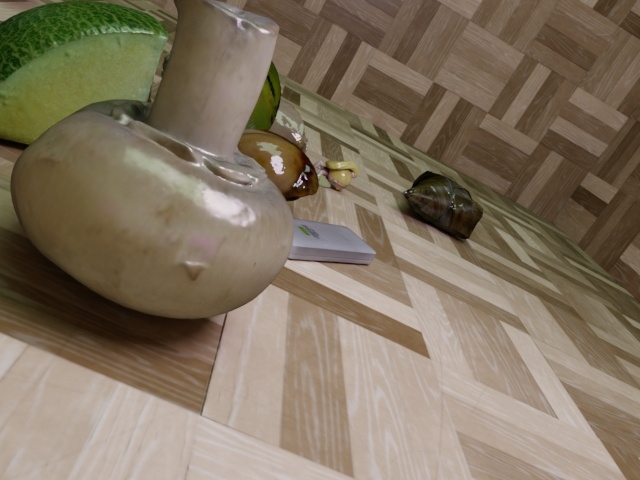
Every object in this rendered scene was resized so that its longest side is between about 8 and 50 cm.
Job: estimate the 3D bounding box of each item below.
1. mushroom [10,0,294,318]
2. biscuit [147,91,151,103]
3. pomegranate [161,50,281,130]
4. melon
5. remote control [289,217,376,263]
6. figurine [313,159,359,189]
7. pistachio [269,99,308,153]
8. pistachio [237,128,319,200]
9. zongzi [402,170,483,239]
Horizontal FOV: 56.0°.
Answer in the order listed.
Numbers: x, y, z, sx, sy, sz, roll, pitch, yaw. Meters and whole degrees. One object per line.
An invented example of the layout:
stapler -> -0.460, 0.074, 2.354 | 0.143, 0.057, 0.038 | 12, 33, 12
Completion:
mushroom -> -0.158, -0.096, 0.658 | 0.315, 0.335, 0.314 | 20, 15, -6
biscuit -> -0.372, -0.345, 1.179 | 0.183, 0.047, 0.320 | 65, -19, 5
pomegranate -> -0.215, -0.305, 1.277 | 0.261, 0.260, 0.341 | 25, -5, -14
melon -> -0.430, -0.271, 0.970 | 0.344, 0.331, 0.226 | 37, -19, 40
remote control -> 0.000, 0.000, 1.108 | 0.250, 0.034, 0.103 | 6, 30, -51
figurine -> 0.005, -0.179, 1.532 | 0.188, 0.083, 0.083 | 15, 22, -14
pistachio -> -0.120, -0.287, 1.502 | 0.215, 0.143, 0.144 | 37, 20, 21
pistachio -> -0.104, -0.134, 1.161 | 0.211, 0.165, 0.130 | 18, -20, 0
zongzi -> 0.300, -0.144, 1.783 | 0.300, 0.138, 0.286 | 16, 21, -32
